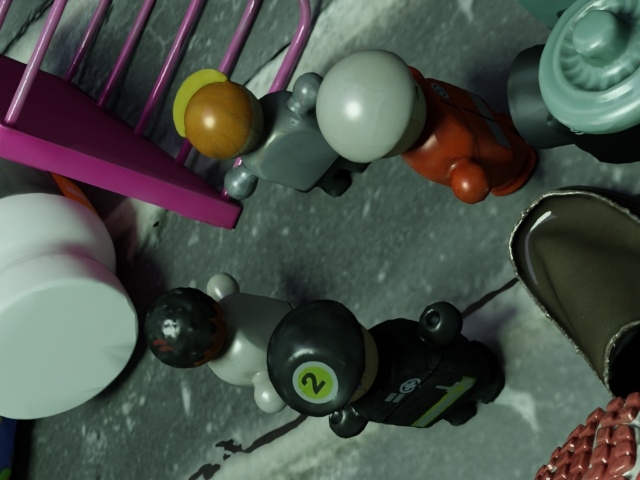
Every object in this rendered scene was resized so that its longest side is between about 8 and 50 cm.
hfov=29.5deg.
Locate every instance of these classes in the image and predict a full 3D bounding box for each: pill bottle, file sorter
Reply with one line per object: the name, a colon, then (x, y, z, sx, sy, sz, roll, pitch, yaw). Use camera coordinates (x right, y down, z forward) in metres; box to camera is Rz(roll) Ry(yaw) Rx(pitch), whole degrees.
pill bottle: (-0.257, 0.000, 0.961, 0.162, 0.162, 0.278, -58, 46, 19)
file sorter: (-0.176, -0.167, 0.895, 0.290, 0.202, 0.182, 36, 103, 45)

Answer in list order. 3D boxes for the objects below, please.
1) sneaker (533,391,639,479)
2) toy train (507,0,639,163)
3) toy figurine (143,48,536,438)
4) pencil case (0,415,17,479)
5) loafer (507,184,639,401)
sneaker: (0.126, 0.148, 0.546, 0.092, 0.088, 0.225, 33, 140, 6)
toy train: (0.228, -0.129, 0.514, 0.334, 0.142, 0.190, -10, 63, 44)
toy figurine: (0.000, 0.000, 0.701, 0.209, 0.148, 0.213, 7, 85, 47)
pencil case: (-0.315, 0.239, 0.993, 0.119, 0.133, 0.306, 5, 82, 4)
loafer: (0.160, 0.039, 0.573, 0.220, 0.078, 0.080, 46, 113, 42)
